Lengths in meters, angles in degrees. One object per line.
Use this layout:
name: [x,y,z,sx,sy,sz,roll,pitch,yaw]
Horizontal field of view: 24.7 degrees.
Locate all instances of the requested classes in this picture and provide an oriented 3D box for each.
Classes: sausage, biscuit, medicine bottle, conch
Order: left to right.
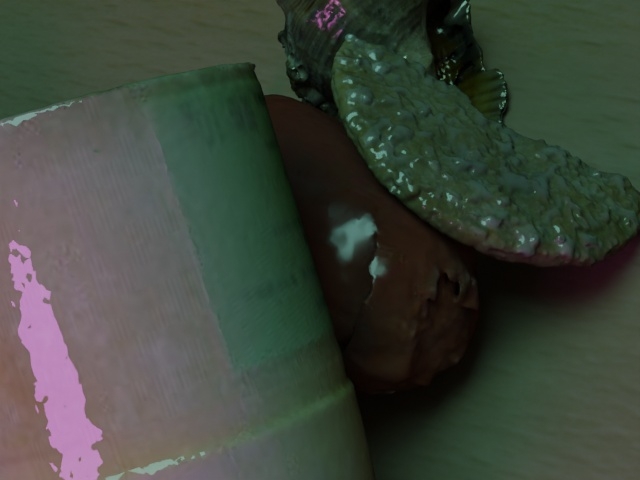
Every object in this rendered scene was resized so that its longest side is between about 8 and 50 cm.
medicine bottle: [-0.093,0.118,0.884,0.236,0.236,0.406,-16,92,12]
sausage: [0.000,0.000,1.037,0.152,0.152,0.280,-39,49,-9]
conch: [0.063,-0.141,1.115,0.178,0.163,0.245,-18,76,-25]
biscuit: [0.108,-0.045,0.990,0.250,0.032,0.133,29,41,-4]
